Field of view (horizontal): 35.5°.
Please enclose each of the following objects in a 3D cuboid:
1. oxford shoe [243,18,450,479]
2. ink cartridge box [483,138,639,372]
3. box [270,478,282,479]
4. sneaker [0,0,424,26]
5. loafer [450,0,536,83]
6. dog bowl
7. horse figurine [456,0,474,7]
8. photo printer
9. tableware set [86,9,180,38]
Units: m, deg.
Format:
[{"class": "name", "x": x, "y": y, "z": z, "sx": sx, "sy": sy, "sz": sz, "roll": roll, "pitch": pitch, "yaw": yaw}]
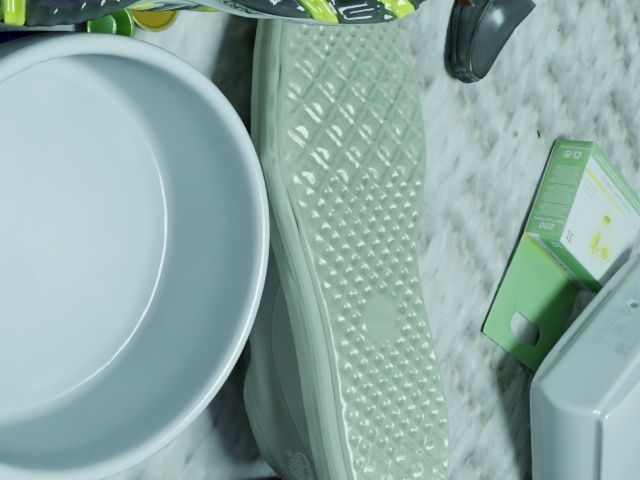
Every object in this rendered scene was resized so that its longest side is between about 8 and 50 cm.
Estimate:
[{"class": "oxford shoe", "x": 0.000, "y": 0.000, "z": 0.773, "sx": 0.169, "sy": 0.130, "sz": 0.449, "roll": -5, "pitch": 88, "yaw": -41}, {"class": "ink cartridge box", "x": 0.279, "y": 0.028, "z": 1.124, "sx": 0.171, "sy": 0.056, "sz": 0.235, "roll": 36, "pitch": 71, "yaw": -46}, {"class": "box", "x": -0.057, "y": 0.378, "z": 0.753, "sx": 0.313, "sy": 0.179, "sz": 0.343, "roll": 6, "pitch": 95, "yaw": -47}, {"class": "sneaker", "x": -0.121, "y": -0.184, "z": 0.560, "sx": 0.385, "sy": 0.147, "sz": 0.145, "roll": 6, "pitch": 99, "yaw": -26}, {"class": "loafer", "x": 0.172, "y": -0.226, "z": 0.937, "sx": 0.062, "sy": 0.061, "sz": 0.170, "roll": 27, "pitch": 80, "yaw": -48}, {"class": "dog bowl", "x": -0.160, "y": 0.007, "z": 0.606, "sx": 0.265, "sy": 0.104, "sz": 0.264, "roll": -15, "pitch": 111, "yaw": -45}, {"class": "horse figurine", "x": 0.114, "y": -0.338, "z": 0.847, "sx": 0.174, "sy": 0.066, "sz": 0.263, "roll": -27, "pitch": 116, "yaw": -34}, {"class": "photo printer", "x": 0.345, "y": 0.199, "z": 1.161, "sx": 0.256, "sy": 0.107, "sz": 0.307, "roll": -42, "pitch": 140, "yaw": -29}, {"class": "tableware set", "x": -0.109, "y": -0.195, "z": 0.671, "sx": 0.154, "sy": 0.024, "sz": 0.104, "roll": -42, "pitch": 128, "yaw": -33}]
